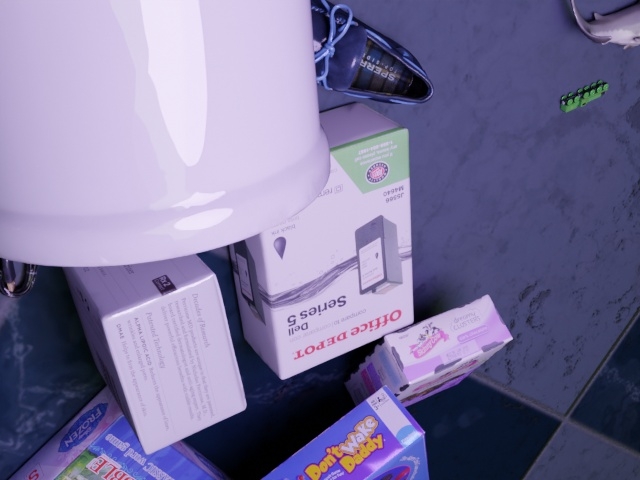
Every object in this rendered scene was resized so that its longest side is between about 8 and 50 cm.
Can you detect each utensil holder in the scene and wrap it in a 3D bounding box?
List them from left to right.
[{"bbox_3d":[-0.166,-0.223,0.688,0.327,0.327,0.386,-16,117,-24],"label":"utensil holder"}]

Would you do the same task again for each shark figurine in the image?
[{"bbox_3d":[0.437,-0.319,1.174,0.278,0.166,0.116,-6,92,-10],"label":"shark figurine"}]

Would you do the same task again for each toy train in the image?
[{"bbox_3d":[0.373,-0.203,1.223,0.083,0.017,0.024,-24,134,-20],"label":"toy train"}]

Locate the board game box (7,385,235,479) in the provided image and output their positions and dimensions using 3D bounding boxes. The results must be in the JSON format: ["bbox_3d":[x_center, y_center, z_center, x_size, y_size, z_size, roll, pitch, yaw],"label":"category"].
[{"bbox_3d":[-0.271,0.383,1.090,0.318,0.066,0.319,-44,129,-5],"label":"board game box"}]

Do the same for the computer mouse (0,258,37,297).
[{"bbox_3d":[-0.326,-0.042,0.856,0.071,0.041,0.242,-22,124,-22],"label":"computer mouse"}]

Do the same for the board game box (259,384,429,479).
[{"bbox_3d":[0.031,0.345,1.158,0.233,0.078,0.347,-35,153,-11],"label":"board game box"}]

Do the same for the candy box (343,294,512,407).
[{"bbox_3d":[0.140,0.163,1.166,0.164,0.070,0.196,-18,160,-22],"label":"candy box"}]

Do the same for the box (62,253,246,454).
[{"bbox_3d":[-0.181,0.092,0.924,0.119,0.181,0.182,-22,123,-22],"label":"box"}]

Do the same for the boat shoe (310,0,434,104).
[{"bbox_3d":[0.025,-0.215,0.954,0.258,0.089,0.109,6,110,-34],"label":"boat shoe"}]

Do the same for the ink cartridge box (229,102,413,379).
[{"bbox_3d":[0.000,0.000,1.032,0.198,0.115,0.273,-20,123,-23],"label":"ink cartridge box"}]
